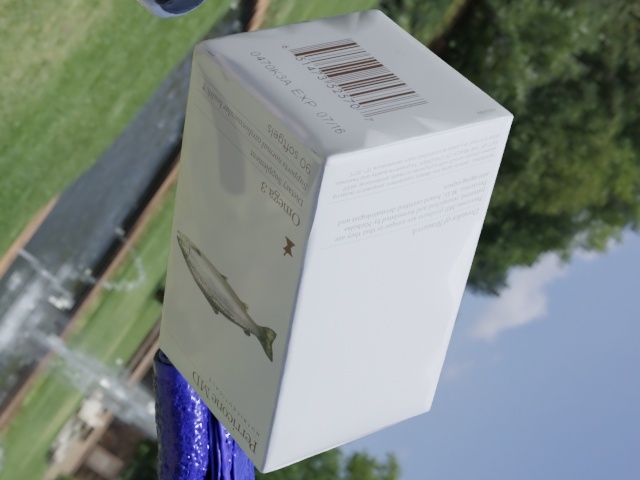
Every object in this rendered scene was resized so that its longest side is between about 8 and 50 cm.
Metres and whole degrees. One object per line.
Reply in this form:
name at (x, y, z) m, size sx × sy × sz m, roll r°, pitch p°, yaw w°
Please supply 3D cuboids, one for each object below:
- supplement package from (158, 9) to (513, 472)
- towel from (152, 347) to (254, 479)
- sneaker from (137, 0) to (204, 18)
supplement package at (0.000, 0.000, 0.643) m, size 0.105 × 0.105 × 0.179 m, roll -17°, pitch 134°, yaw -33°
towel at (-0.089, 0.215, 1.245) m, size 0.227 × 0.076 × 0.308 m, roll -64°, pitch 153°, yaw -74°
sneaker at (-0.149, -0.289, 0.896) m, size 0.110 × 0.118 × 0.292 m, roll -34°, pitch 128°, yaw -40°
